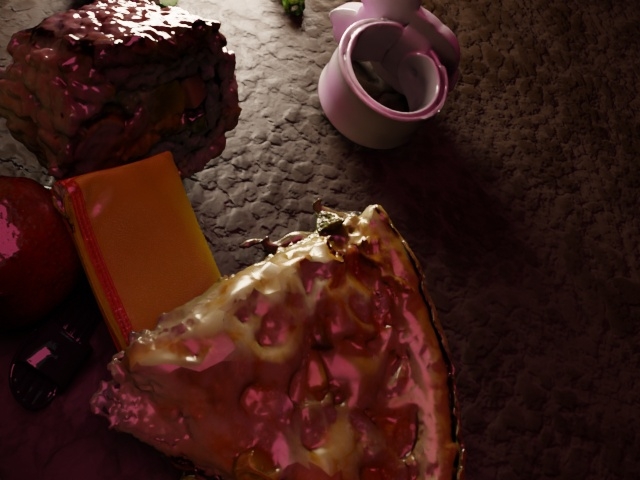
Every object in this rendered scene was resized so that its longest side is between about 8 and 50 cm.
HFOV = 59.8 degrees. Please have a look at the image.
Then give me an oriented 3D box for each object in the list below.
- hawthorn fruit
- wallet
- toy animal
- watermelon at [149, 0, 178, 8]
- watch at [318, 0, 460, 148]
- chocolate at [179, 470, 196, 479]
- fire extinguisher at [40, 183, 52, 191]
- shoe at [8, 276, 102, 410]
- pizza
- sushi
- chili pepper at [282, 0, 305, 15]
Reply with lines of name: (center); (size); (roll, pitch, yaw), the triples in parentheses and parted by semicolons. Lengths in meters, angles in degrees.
hawthorn fruit: (-0.334, 0.025, 0.567); (0.157, 0.157, 0.194); (30, 57, -1)
wallet: (-0.185, 0.035, 0.601); (0.141, 0.067, 0.241); (-29, 103, -48)
toy animal: (-0.008, -0.015, 0.766); (0.220, 0.069, 0.086); (-10, 70, -23)
watermelon: (-0.315, -0.451, 0.901); (0.146, 0.128, 0.231); (-8, 46, 6)
watch: (0.095, -0.285, 0.899); (0.248, 0.211, 0.217); (38, 64, -6)
chocolate: (-0.063, 0.320, 0.547); (0.219, 0.085, 0.085); (34, 55, -4)
fire extinguisher: (-0.344, -0.059, 0.692); (0.083, 0.025, 0.038); (13, 34, -13)
shoe: (-0.269, 0.102, 0.598); (0.062, 0.053, 0.159); (51, 42, -33)
pizza: (0.033, 0.128, 0.640); (0.435, 0.080, 0.391); (38, 54, -16)
sushi: (-0.239, -0.165, 0.675); (0.171, 0.236, 0.270); (32, 45, 22)
chili pepper: (-0.083, -0.494, 1.032); (0.073, 0.050, 0.182); (-36, 76, -26)
